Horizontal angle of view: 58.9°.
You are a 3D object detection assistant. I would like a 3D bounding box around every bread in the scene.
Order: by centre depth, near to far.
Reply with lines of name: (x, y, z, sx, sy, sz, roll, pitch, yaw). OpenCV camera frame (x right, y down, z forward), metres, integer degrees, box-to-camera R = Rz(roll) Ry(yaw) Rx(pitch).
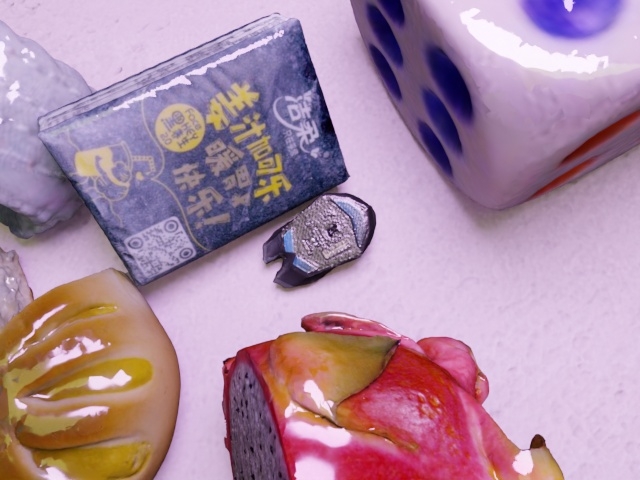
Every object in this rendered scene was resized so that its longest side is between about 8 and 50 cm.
bread: (-0.305, 0.149, 0.541, 0.332, 0.160, 0.333, -1, 77, 3)

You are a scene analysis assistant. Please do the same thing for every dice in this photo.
dice: (0.218, -0.229, 0.543, 0.304, 0.277, 0.304, -29, 77, 0)

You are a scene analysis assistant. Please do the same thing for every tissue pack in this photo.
tissue pack: (-0.112, -0.089, 0.570, 0.257, 0.185, 0.081, -28, 36, -11)

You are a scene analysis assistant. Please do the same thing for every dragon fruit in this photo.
dragon fruit: (0.052, 0.200, 0.453, 0.225, 0.305, 0.306, -4, 75, -20)

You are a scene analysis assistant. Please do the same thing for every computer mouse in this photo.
computer mouse: (0.000, 0.000, 0.622, 0.135, 0.047, 0.079, -32, 84, 4)

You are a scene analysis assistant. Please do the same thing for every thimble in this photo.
thimble: (-0.345, -0.120, 0.586, 0.250, 0.205, 0.172, 34, 77, -18)
